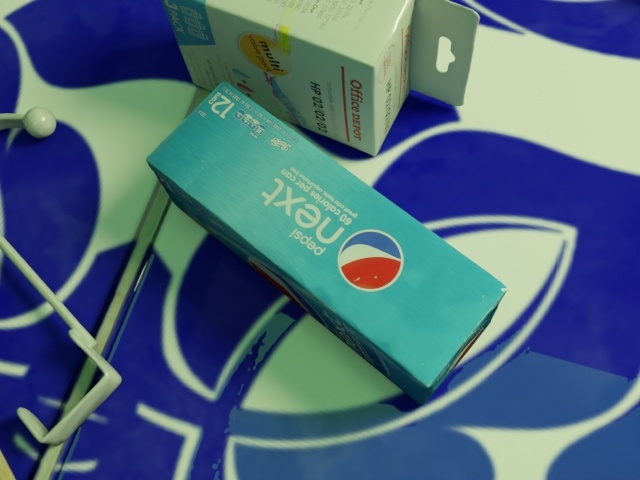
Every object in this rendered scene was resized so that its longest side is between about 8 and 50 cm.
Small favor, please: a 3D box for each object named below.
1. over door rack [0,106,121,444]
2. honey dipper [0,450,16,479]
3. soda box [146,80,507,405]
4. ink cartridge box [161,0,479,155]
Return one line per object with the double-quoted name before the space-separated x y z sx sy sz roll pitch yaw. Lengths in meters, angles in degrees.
"over door rack" -0.221 -0.061 0.388 0.108 0.239 0.324 -34 69 -3
"honey dipper" -0.181 0.131 0.417 0.030 0.030 0.160 -35 71 -9
"soda box" 0.000 0.000 0.434 0.210 0.067 0.071 38 76 18
"ink cartridge box" -0.001 -0.119 0.462 0.181 0.104 0.061 23 72 13
